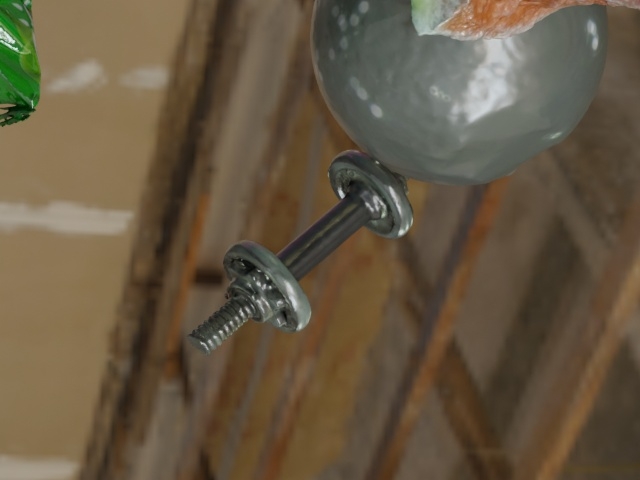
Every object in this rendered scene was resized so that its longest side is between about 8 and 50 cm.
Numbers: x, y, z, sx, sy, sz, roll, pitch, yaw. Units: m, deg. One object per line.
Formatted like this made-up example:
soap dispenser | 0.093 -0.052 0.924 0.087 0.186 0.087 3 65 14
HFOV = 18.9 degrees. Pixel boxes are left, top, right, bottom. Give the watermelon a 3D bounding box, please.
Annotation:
watermelon | 0.132 -0.149 0.887 0.158 0.098 0.121 2 -93 34

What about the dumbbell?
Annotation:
dumbbell | 0.000 0.000 1.418 0.081 0.254 0.081 39 -25 23

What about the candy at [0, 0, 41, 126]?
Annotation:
candy | -0.299 -0.194 1.626 0.078 0.141 0.203 11 76 -76

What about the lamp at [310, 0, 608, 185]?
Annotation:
lamp | 0.093 -0.106 1.231 0.314 0.182 0.182 63 23 -72
